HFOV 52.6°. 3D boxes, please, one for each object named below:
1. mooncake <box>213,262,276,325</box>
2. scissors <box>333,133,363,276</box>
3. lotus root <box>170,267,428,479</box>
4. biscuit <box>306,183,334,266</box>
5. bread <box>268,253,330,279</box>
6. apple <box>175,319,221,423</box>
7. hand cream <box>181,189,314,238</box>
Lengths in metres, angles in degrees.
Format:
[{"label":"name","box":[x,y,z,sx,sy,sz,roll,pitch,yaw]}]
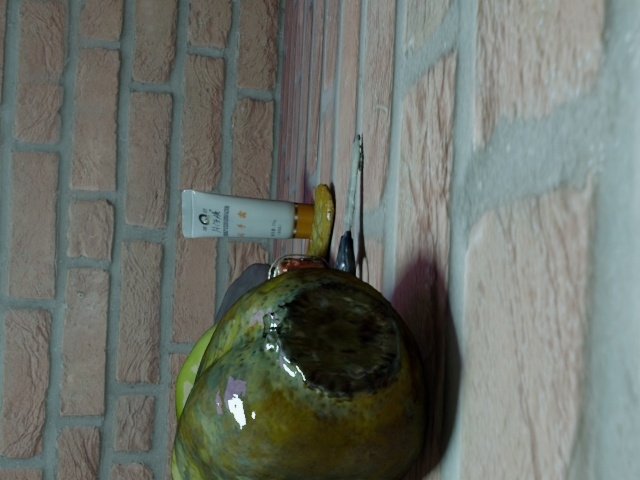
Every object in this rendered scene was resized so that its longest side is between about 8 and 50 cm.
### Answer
[{"label":"mooncake","box":[-0.133,0.196,1.483,0.306,0.154,0.306,-41,39,44]},{"label":"scissors","box":[0.043,-0.022,0.981,0.109,0.022,0.300,134,145,-72]},{"label":"lotus root","box":[-0.022,0.173,0.672,0.346,0.250,0.251,116,157,-50]},{"label":"biscuit","box":[0.000,0.000,1.325,0.118,0.029,0.247,-108,21,-50]},{"label":"bread","box":[-0.049,0.138,1.215,0.212,0.142,0.224,-133,46,-83]},{"label":"apple","box":[-0.094,0.250,0.985,0.233,0.257,0.295,-26,57,31]},{"label":"hand cream","box":[-0.170,-0.060,1.532,0.089,0.314,0.140,-93,6,-51]}]
